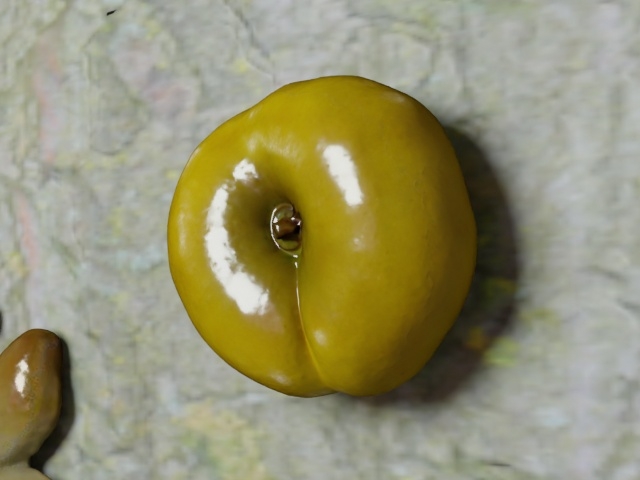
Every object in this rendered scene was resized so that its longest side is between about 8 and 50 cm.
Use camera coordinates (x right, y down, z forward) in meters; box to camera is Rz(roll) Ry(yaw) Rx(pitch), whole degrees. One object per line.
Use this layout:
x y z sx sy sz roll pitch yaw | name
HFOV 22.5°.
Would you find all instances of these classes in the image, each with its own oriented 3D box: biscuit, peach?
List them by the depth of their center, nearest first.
0.000 0.000 0.855 0.179 0.103 0.179 0 91 35 | peach
-0.243 0.158 1.054 0.208 0.047 0.164 -17 78 32 | biscuit
